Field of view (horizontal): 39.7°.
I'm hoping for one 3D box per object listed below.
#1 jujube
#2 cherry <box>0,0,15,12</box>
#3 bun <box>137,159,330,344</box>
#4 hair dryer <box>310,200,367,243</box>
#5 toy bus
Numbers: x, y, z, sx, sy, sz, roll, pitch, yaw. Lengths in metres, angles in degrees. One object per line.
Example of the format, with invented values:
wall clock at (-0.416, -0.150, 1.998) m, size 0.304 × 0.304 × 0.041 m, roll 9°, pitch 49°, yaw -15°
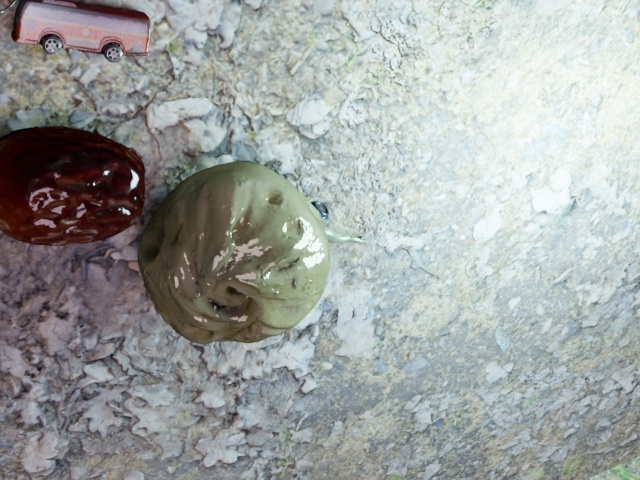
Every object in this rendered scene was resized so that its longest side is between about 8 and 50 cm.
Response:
jujube at (-0.391, -0.082, 1.353) m, size 0.243 × 0.183 × 0.183 m, roll 2°, pitch 125°, yaw -27°
cherry at (-0.407, -0.373, 1.133) m, size 0.148 × 0.115 × 0.188 m, roll -38°, pitch 168°, yaw 35°
bun at (-0.142, 0.047, 1.515) m, size 0.326 × 0.234 × 0.362 m, roll 16°, pitch 126°, yaw -22°
hair dryer at (-0.020, 0.008, 1.697) m, size 0.167 × 0.067 × 0.199 m, roll -34°, pitch 148°, yaw 17°
toy bus at (-0.343, -0.307, 1.281) m, size 0.192 × 0.065 × 0.077 m, roll 2°, pitch 114°, yaw -26°
